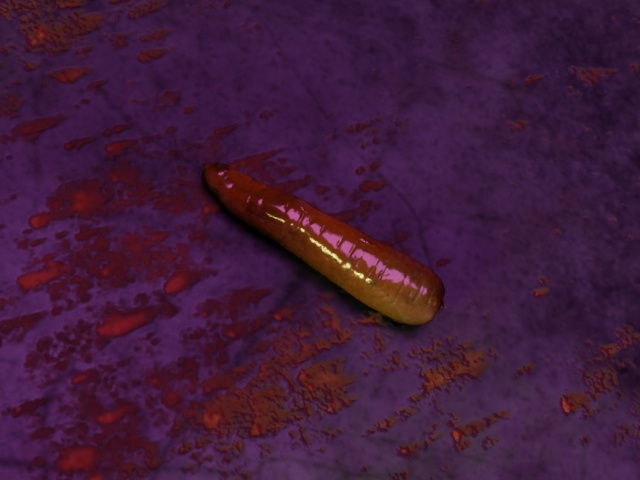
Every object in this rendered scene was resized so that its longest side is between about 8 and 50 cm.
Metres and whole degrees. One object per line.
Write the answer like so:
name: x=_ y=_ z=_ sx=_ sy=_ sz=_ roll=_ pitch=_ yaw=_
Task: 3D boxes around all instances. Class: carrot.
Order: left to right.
carrot: x=0.000 y=0.000 z=1.462 sx=0.248 sy=0.059 sz=0.059 roll=31 pitch=58 yaw=1
